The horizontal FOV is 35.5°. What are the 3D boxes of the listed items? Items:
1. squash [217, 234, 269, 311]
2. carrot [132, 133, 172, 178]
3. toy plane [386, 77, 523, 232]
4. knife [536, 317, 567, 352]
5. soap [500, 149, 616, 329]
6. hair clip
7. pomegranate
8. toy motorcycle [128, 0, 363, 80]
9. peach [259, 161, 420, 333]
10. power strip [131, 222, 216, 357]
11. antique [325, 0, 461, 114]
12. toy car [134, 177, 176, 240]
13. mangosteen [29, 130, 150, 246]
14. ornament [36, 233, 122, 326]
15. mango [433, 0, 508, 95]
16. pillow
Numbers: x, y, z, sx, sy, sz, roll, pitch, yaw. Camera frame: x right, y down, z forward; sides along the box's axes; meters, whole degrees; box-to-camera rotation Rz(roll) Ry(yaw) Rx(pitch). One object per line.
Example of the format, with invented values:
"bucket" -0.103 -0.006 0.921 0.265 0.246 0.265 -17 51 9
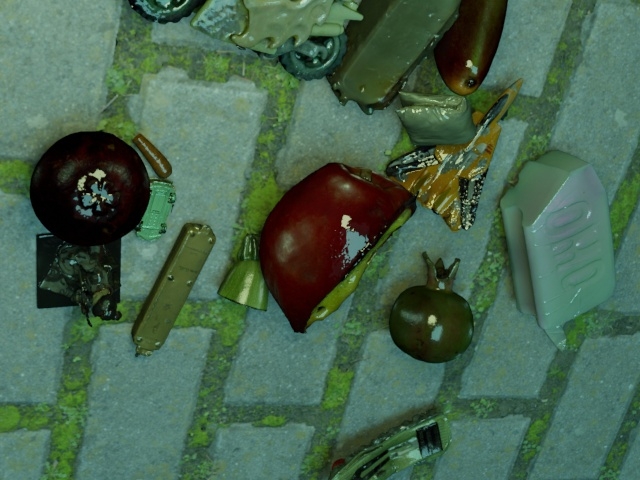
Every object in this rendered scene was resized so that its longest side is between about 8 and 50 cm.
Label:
"squash" -0.132 0.058 1.925 0.105 0.105 0.132 18 90 -29
"carrot" -0.296 -0.148 1.768 0.032 0.032 0.093 -37 119 0
"toy plane" 0.292 -0.187 1.943 0.316 0.204 0.103 -50 165 -10
"knife" 0.503 0.154 2.263 0.047 0.017 0.298 -34 124 1
"soap" 0.503 -0.008 2.105 0.208 0.115 0.347 -25 122 -16
"hair clip" 0.143 0.485 2.260 0.321 0.091 0.138 -26 116 -21
"pomegranate" 0.234 0.139 2.063 0.181 0.181 0.224 3 99 -24
"toy motorcycle" -0.105 -0.412 1.625 0.410 0.168 0.237 17 116 -34
"peach" 0.000 0.000 1.870 0.201 0.258 0.361 40 115 9
"power strip" -0.284 0.094 1.898 0.064 0.044 0.305 20 107 -30
"antique" 0.121 -0.362 1.770 0.125 0.150 0.284 22 115 -26
"toy car" -0.301 -0.054 1.814 0.059 0.035 0.122 7 123 -25
"mangosteen" -0.384 -0.087 1.666 0.210 0.210 0.210 -10 120 -17
"ornament" -0.409 0.086 1.751 0.153 0.196 0.166 -5 117 -21
"mango" 0.267 -0.386 1.785 0.111 0.133 0.267 20 78 -17
"pillow" 0.211 -0.224 1.821 0.134 0.181 0.077 6 81 16
